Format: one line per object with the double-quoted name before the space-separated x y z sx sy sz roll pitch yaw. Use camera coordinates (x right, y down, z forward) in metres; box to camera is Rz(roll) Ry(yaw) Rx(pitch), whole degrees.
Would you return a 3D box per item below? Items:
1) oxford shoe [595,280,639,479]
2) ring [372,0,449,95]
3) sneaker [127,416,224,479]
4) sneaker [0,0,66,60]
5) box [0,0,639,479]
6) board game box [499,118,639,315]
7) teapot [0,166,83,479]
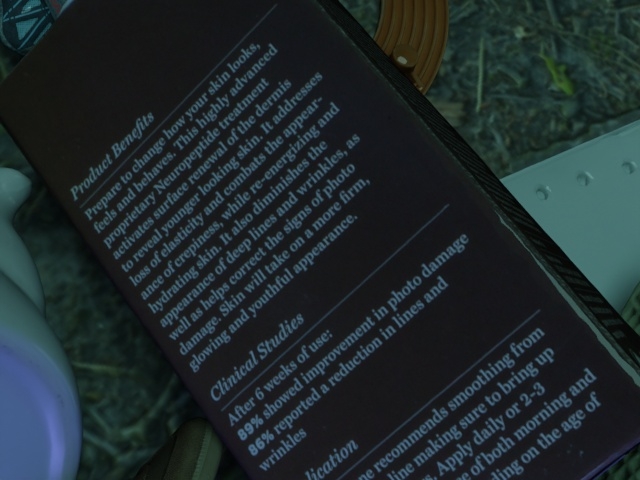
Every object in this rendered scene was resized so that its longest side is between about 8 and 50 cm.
"oxford shoe" 0.195 0.184 0.525 0.130 0.169 0.449 43 60 -16
"ring" -0.054 -0.212 0.752 0.336 0.032 0.337 6 66 -13
"sneaker" -0.111 0.163 0.478 0.071 0.066 0.188 27 62 -3
"sneaker" -0.257 -0.213 0.653 0.261 0.104 0.125 35 83 16
"box" 0.000 0.000 0.544 0.191 0.143 0.381 -42 73 14
"board game box" 0.238 0.120 0.674 0.389 0.050 0.390 -23 74 -23
"teapot" -0.261 0.091 0.477 0.256 0.253 0.187 4 20 -47
